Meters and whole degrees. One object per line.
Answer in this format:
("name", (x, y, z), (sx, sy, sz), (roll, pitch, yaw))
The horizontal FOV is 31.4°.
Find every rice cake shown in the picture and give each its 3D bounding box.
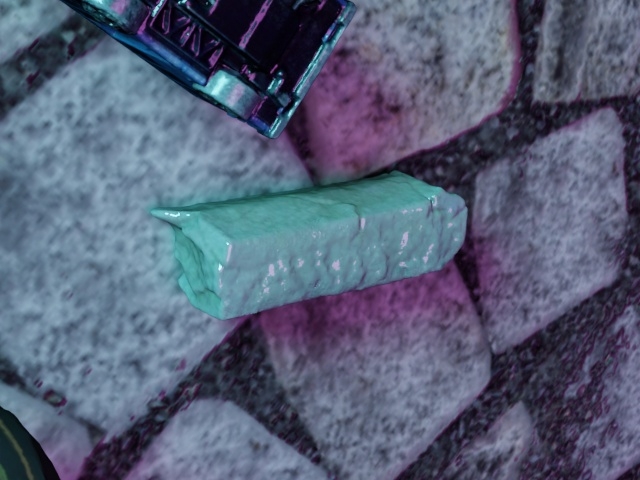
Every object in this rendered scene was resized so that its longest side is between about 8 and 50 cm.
("rice cake", (0.000, 0.000, 0.701), (0.206, 0.069, 0.063), (-13, 115, -36))

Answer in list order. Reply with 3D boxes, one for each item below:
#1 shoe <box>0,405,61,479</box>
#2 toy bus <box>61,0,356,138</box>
("shoe", (-0.284, 0.230, 0.499), (0.237, 0.171, 0.384), (21, 101, -45))
("toy bus", (-0.080, -0.135, 0.558), (0.185, 0.106, 0.090), (34, 89, -47))
